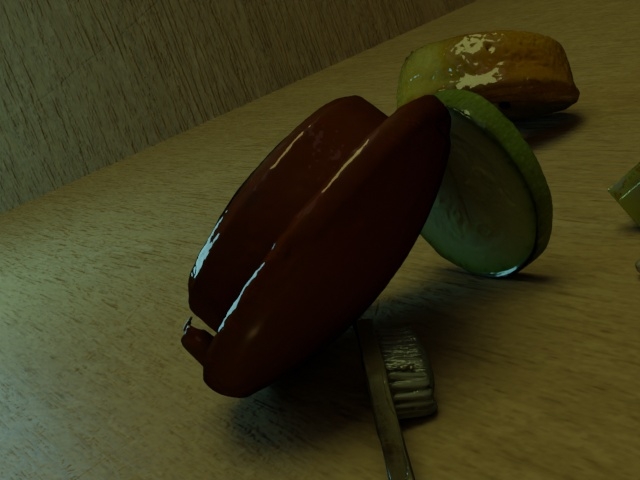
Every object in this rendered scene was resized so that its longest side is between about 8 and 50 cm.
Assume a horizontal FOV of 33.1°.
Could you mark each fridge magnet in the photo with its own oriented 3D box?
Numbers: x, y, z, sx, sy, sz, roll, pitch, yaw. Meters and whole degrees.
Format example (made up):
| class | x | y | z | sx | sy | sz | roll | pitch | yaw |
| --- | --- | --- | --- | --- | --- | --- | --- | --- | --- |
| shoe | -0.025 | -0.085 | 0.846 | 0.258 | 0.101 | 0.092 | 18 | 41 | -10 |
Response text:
| class | x | y | z | sx | sy | sz | roll | pitch | yaw |
| --- | --- | --- | --- | --- | --- | --- | --- | --- | --- |
| fridge magnet | 0.000 | 0.000 | 1.069 | 0.363 | 0.155 | 0.363 | -49 | -10 | -11 |

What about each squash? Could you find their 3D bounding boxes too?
| class | x | y | z | sx | sy | sz | roll | pitch | yaw |
| --- | --- | --- | --- | --- | --- | --- | --- | --- | --- |
| squash | 0.162 | -0.058 | 1.182 | 0.041 | 0.219 | 0.219 | -33 | 21 | -29 |

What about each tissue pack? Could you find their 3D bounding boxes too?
| class | x | y | z | sx | sy | sz | roll | pitch | yaw |
| --- | --- | --- | --- | --- | --- | --- | --- | --- | --- |
| tissue pack | 0.411 | -0.090 | 1.195 | 0.176 | 0.062 | 0.095 | -30 | -13 | -37 |

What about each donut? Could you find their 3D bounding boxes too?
| class | x | y | z | sx | sy | sz | roll | pitch | yaw |
| --- | --- | --- | --- | --- | --- | --- | --- | --- | --- |
| donut | 0.256 | -0.252 | 1.720 | 0.303 | 0.110 | 0.303 | -5 | -7 | -1 |

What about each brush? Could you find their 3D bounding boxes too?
| class | x | y | z | sx | sy | sz | roll | pitch | yaw |
| --- | --- | --- | --- | --- | --- | --- | --- | --- | --- |
| brush | 0.072 | 0.146 | 0.909 | 0.065 | 0.070 | 0.327 | -9 | 18 | 1 |

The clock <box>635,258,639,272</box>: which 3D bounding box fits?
| class | x | y | z | sx | sy | sz | roll | pitch | yaw |
| --- | --- | --- | --- | --- | --- | --- | --- | --- | --- |
| clock | 0.389 | -0.011 | 1.034 | 0.155 | 0.063 | 0.229 | -23 | 15 | -11 |
